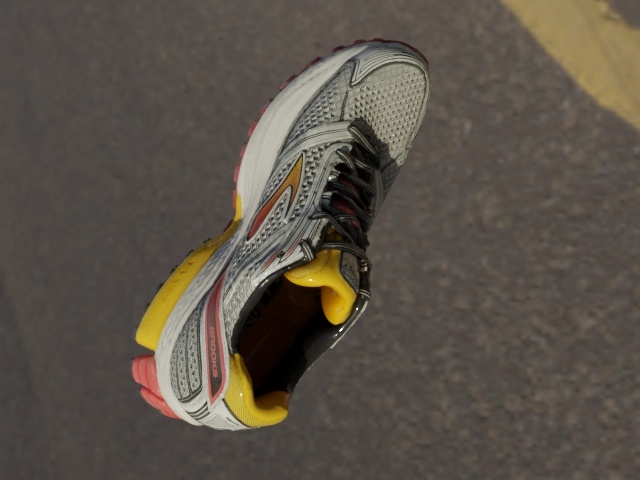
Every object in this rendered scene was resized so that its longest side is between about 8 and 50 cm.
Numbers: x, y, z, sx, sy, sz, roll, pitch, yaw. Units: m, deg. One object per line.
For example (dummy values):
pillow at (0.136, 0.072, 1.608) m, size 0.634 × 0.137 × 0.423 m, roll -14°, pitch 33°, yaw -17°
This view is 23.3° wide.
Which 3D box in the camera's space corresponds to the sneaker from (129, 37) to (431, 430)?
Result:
sneaker at (0.000, 0.000, 0.784) m, size 0.092 × 0.088 × 0.225 m, roll 14°, pitch 72°, yaw 49°
